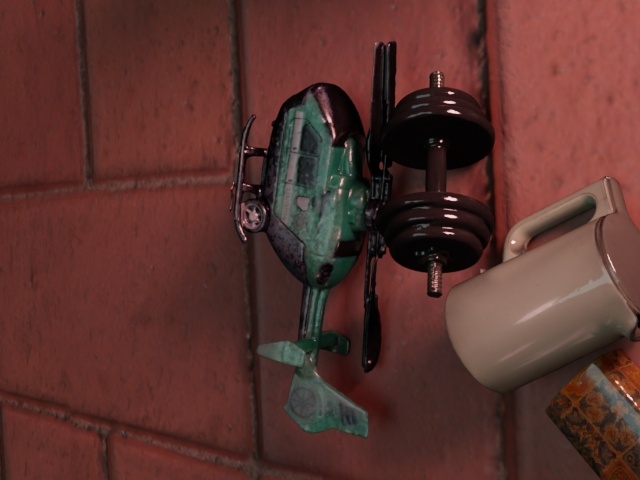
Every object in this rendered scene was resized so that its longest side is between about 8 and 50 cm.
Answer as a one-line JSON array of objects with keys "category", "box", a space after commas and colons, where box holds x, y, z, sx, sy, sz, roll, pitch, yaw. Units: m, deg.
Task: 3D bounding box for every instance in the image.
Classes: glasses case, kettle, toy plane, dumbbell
[{"category": "glasses case", "box": [0.263, 0.188, 0.649, 0.218, 0.049, 0.075, 53, 126, 27]}, {"category": "kettle", "box": [0.187, 0.041, 0.694, 0.098, 0.127, 0.148, 48, 128, -9]}, {"category": "toy plane", "box": [0.000, 0.000, 0.858, 0.155, 0.106, 0.382, 10, 95, 31]}, {"category": "dumbbell", "box": [0.097, -0.051, 0.738, 0.099, 0.099, 0.209, -21, 56, 43]}]
